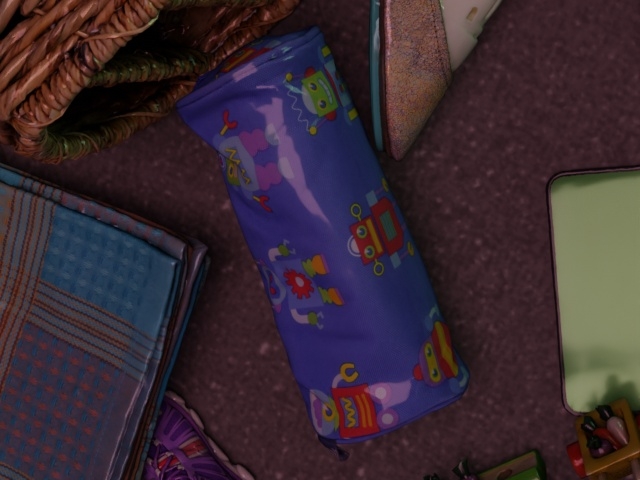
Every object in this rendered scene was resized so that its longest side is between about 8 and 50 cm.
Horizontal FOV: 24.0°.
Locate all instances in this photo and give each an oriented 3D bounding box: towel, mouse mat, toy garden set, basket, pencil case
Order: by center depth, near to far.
[{"bbox_3d":[-0.130,-0.149,1.034,0.223,0.299,0.214,18,102,11],"label":"basket"},{"bbox_3d":[0.144,0.203,1.043,0.203,0.244,0.049,-26,107,16],"label":"toy garden set"},{"bbox_3d":[0.000,0.000,1.101,0.133,0.119,0.306,-12,106,46],"label":"pencil case"},{"bbox_3d":[0.249,0.037,1.121,0.152,0.007,0.190,-3,98,14],"label":"mouse mat"},{"bbox_3d":[-0.286,0.067,1.207,0.370,0.040,0.271,22,101,20],"label":"towel"}]

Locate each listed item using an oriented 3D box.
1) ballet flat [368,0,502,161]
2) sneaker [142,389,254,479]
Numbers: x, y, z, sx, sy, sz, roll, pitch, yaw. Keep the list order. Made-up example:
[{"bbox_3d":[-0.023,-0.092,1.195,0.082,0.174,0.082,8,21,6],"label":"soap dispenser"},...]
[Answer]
[{"bbox_3d":[0.080,-0.215,1.079,0.106,0.107,0.316,-3,98,7],"label":"ballet flat"},{"bbox_3d":[-0.114,0.177,1.194,0.170,0.071,0.068,39,104,7],"label":"sneaker"}]
